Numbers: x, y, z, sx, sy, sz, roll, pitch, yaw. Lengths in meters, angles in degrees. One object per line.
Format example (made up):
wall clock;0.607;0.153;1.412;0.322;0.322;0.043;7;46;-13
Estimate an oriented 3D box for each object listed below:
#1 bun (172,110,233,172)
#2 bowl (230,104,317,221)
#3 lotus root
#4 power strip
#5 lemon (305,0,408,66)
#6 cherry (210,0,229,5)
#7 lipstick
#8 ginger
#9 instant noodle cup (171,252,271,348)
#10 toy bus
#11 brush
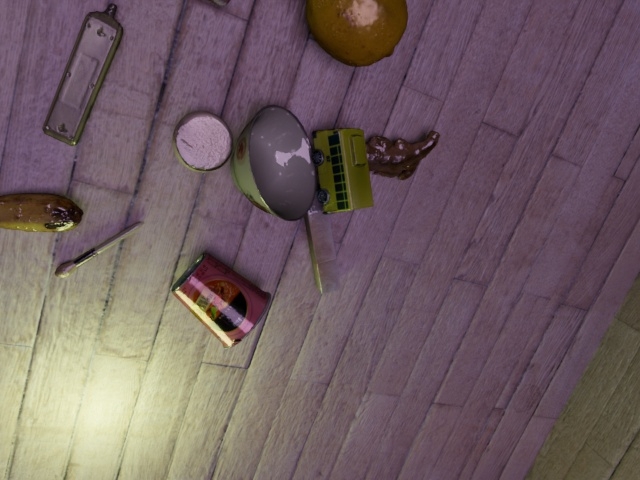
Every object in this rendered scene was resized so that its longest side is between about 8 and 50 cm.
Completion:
bun;-0.339;-0.284;1.372;0.172;0.120;0.173;-6;106;-21
bowl;-0.160;-0.213;1.403;0.157;0.337;0.337;-7;120;30
lotus root;-0.794;-0.079;1.324;0.258;0.097;0.110;4;102;-11
power strip;-0.620;-0.440;1.258;0.092;0.066;0.387;25;104;-22
lemon;0.094;-0.621;1.299;0.310;0.258;0.258;26;101;-27
cherry;-0.248;-0.705;1.244;0.188;0.115;0.148;-22;96;-14
lipstick;0.000;0.000;1.610;0.076;0.080;0.371;-15;114;-13
ginger;0.229;-0.271;1.580;0.333;0.080;0.166;-12;129;-13
instant noodle cup;-0.323;0.179;1.510;0.255;0.244;0.244;43;94;-17
toy bus;0.071;-0.219;1.467;0.128;0.150;0.262;-13;97;-46
brush;-0.666;0.022;1.438;0.299;0.042;0.039;-34;115;-7
